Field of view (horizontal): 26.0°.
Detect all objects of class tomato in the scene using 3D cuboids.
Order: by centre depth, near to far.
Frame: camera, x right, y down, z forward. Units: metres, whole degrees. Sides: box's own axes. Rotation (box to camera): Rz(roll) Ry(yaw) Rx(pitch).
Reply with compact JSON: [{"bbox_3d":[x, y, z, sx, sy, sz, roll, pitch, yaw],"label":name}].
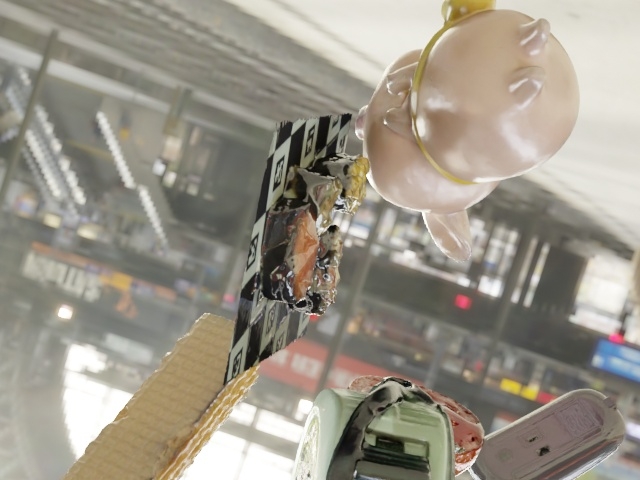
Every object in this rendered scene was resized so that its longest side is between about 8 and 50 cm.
[{"bbox_3d":[0.089,0.213,1.459,0.159,0.091,0.139,10,-159,-22],"label":"tomato"}]

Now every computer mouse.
[{"bbox_3d":[0.318,0.291,1.963,0.120,0.232,0.057,52,162,41],"label":"computer mouse"}]

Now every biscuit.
[{"bbox_3d":[-0.188,0.222,1.415,0.094,0.379,0.054,19,138,23],"label":"biscuit"}]

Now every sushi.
[{"bbox_3d":[0.000,0.000,1.028,0.043,0.192,0.279,13,-174,10],"label":"sushi"}]

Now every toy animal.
[{"bbox_3d":[0.121,-0.107,1.141,0.149,0.165,0.248,26,158,-6],"label":"toy animal"}]

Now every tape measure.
[{"bbox_3d":[0.040,0.199,0.991,0.115,0.207,0.235,14,174,-5],"label":"tape measure"}]
